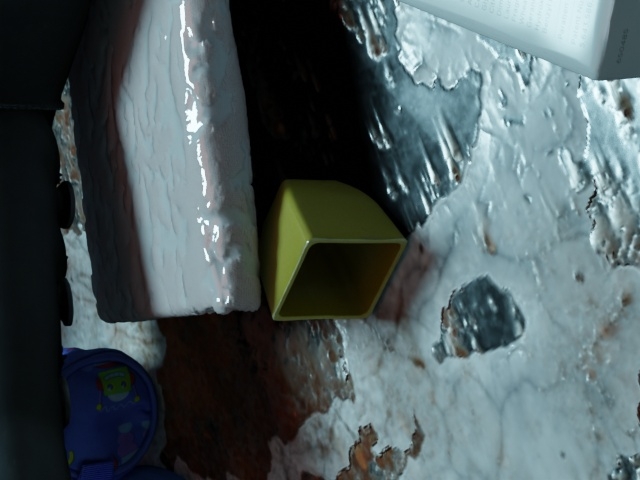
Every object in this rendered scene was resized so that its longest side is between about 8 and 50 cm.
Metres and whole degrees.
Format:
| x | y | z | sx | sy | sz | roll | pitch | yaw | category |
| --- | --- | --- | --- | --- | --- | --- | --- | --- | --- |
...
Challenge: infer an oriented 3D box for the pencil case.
| x | y | z | sx | sy | sz | roll | pitch | yaw | category |
| --- | --- | --- | --- | --- | --- | --- | --- | --- | --- |
| -0.268 | 0.166 | 1.559 | 0.306 | 0.119 | 0.133 | -5 | 77 | 54 | pencil case |

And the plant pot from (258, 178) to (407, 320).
| x | y | z | sx | sy | sz | roll | pitch | yaw | category |
| --- | --- | --- | --- | --- | --- | --- | --- | --- | --- |
| 0.000 | 0.000 | 1.209 | 0.081 | 0.081 | 0.083 | -64 | 37 | 37 | plant pot |

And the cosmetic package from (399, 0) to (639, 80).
| x | y | z | sx | sy | sz | roll | pitch | yaw | category |
| --- | --- | --- | --- | --- | --- | --- | --- | --- | --- |
| 0.149 | -0.187 | 0.907 | 0.183 | 0.151 | 0.152 | 31 | 120 | 45 | cosmetic package |

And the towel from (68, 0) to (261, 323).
| x | y | z | sx | sy | sz | roll | pitch | yaw | category |
| --- | --- | --- | --- | --- | --- | --- | --- | --- | --- |
| -0.132 | -0.101 | 1.327 | 0.317 | 0.053 | 0.332 | 168 | 95 | -66 | towel |

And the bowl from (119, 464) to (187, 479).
| x | y | z | sx | sy | sz | roll | pitch | yaw | category |
| --- | --- | --- | --- | --- | --- | --- | --- | --- | --- |
| -0.154 | 0.400 | 1.494 | 0.391 | 0.077 | 0.391 | 14 | 108 | 51 | bowl |

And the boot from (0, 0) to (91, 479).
| x | y | z | sx | sy | sz | roll | pitch | yaw | category |
| --- | --- | --- | --- | --- | --- | --- | --- | --- | --- |
| -0.248 | -0.017 | 1.283 | 0.367 | 0.146 | 0.445 | 128 | 145 | -73 | boot |
